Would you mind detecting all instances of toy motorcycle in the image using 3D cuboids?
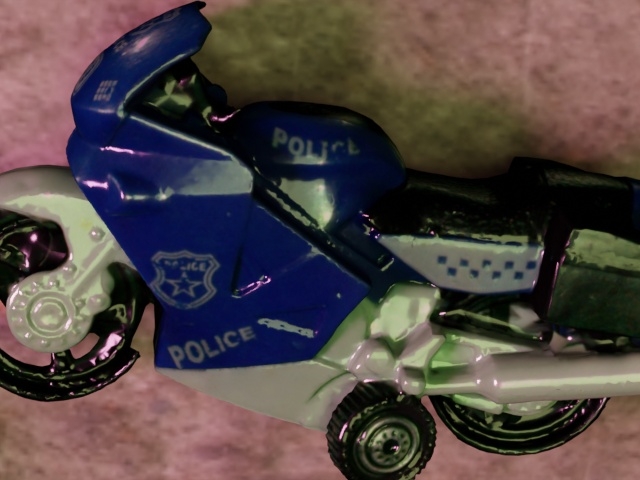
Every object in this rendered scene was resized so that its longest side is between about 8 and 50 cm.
[{"bbox_3d":[0.000,0.000,0.776,0.331,0.125,0.196,8,108,-9],"label":"toy motorcycle"}]
